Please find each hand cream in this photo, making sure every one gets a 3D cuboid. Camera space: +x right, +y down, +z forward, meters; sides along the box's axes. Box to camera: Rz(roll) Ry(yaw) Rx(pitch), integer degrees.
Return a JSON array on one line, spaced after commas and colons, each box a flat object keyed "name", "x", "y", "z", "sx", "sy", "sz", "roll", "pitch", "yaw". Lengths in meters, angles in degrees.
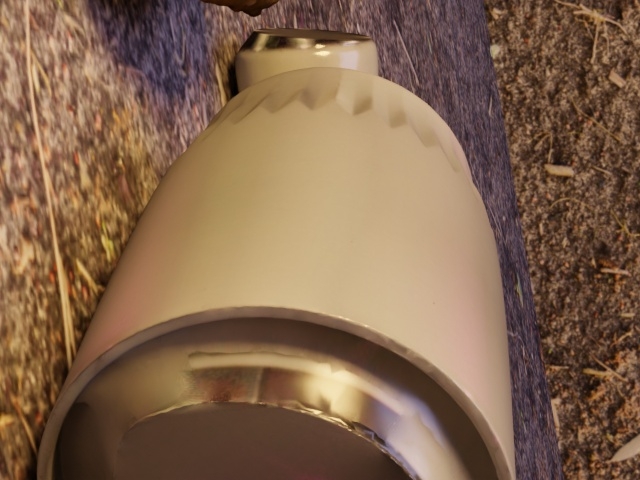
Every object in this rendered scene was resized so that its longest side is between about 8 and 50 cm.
[{"name": "hand cream", "x": 0.000, "y": 0.000, "z": 1.392, "sx": 0.185, "sy": 0.118, "sz": 0.359, "roll": -43, "pitch": 130, "yaw": -76}]

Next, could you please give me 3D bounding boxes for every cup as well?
[{"name": "cup", "x": -0.012, "y": 0.062, "z": 1.002, "sx": 0.371, "sy": 0.253, "sz": 0.253, "roll": -81, "pitch": 156, "yaw": -60}]

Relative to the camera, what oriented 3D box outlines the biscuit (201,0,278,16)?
[{"name": "biscuit", "x": -0.109, "y": -0.277, "z": 1.130, "sx": 0.296, "sy": 0.075, "sz": 0.296, "roll": 59, "pitch": 14, "yaw": -24}]
